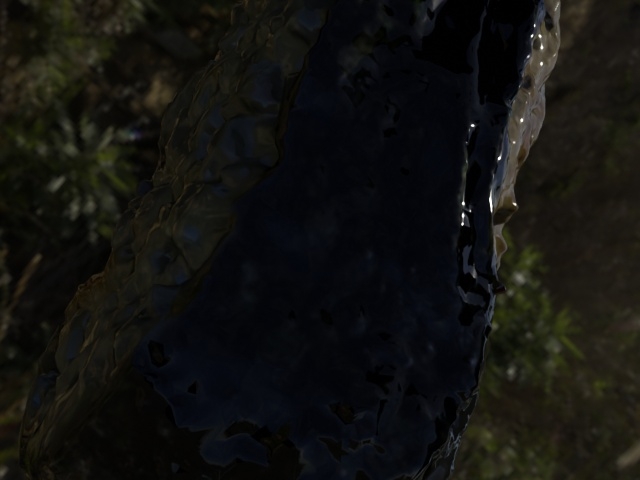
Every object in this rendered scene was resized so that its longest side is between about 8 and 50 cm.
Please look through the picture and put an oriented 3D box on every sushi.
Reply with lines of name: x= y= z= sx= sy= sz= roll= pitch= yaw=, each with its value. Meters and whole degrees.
sushi: x=0.000 y=0.000 z=0.663 sx=0.171 sy=0.350 sz=0.211 roll=32 pitch=-29 yaw=-17
